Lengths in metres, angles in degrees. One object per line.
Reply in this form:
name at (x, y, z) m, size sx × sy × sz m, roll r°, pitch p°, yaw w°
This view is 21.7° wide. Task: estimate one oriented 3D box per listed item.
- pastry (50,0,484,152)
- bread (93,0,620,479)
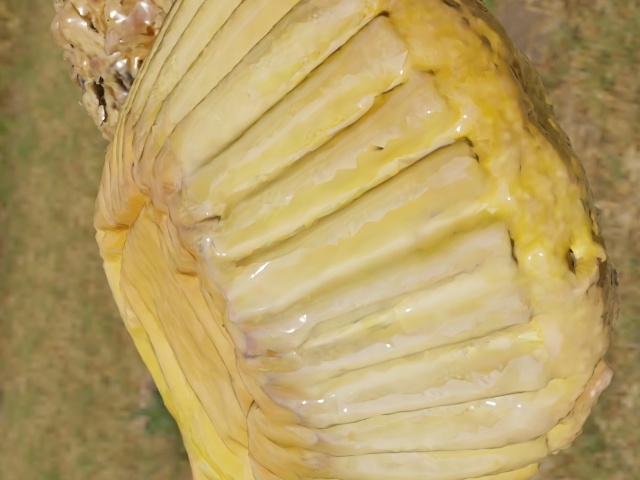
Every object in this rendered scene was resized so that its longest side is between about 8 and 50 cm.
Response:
pastry at (-0.032, -0.152, 0.915) m, size 0.275 × 0.274 × 0.193 m, roll -39°, pitch 63°, yaw 43°
bread at (0.000, 0.000, 0.694) m, size 0.274 × 0.149 × 0.274 m, roll 48°, pitch 154°, yaw 32°
